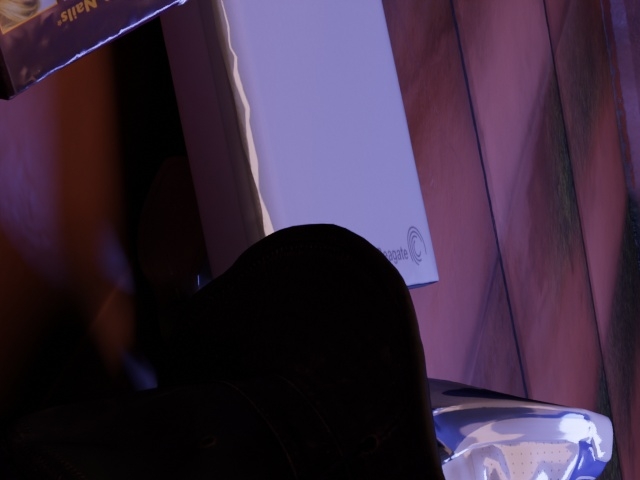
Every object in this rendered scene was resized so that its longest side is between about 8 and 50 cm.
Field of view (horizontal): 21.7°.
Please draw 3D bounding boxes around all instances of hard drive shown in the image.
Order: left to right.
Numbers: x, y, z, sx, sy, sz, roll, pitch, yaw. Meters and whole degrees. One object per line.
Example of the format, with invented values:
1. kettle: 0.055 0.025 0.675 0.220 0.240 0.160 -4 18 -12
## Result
1. hard drive: -0.023 -0.139 0.950 0.233 0.047 0.353 -4 83 -66

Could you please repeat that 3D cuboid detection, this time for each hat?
1. hat: -0.070 0.145 0.682 0.134 0.331 0.331 9 72 -26

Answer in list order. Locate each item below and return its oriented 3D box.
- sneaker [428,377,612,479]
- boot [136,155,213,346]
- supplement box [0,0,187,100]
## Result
1. sneaker: 0.047 0.186 1.050 0.315 0.127 0.182 0 97 -48
2. boot: -0.068 0.022 0.910 0.087 0.042 0.118 49 41 -72
3. supplement box: -0.129 -0.161 0.627 0.104 0.081 0.188 -37 126 -35
